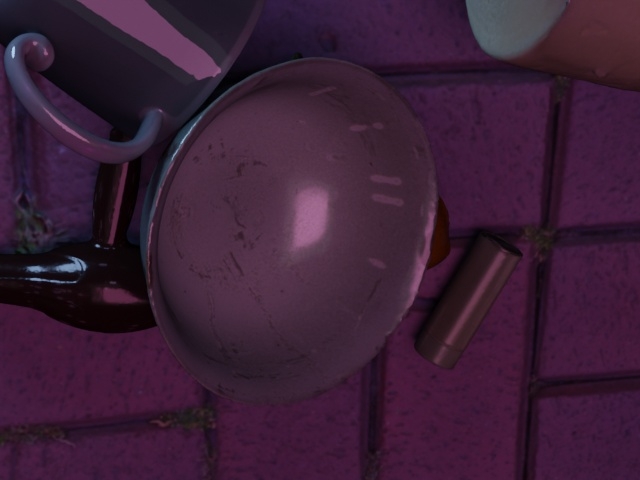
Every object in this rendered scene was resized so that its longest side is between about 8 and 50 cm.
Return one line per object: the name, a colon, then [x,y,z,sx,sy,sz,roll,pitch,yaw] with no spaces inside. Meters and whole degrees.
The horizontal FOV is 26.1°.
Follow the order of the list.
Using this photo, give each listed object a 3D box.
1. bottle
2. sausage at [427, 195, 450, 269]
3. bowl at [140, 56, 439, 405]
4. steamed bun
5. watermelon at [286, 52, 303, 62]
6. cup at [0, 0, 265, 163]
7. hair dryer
bottle: [0.215,0.087,2.015,0.072,0.072,0.201,24,105,-22]
sausage: [0.001,0.003,1.907,0.353,0.116,0.134,-9,122,-6]
bowl: [-0.075,-0.027,1.720,0.434,0.196,0.435,-13,112,-35]
steamed bun: [0.375,-0.426,1.715,0.371,0.290,0.456,4,110,-32]
watermelon: [-0.092,-0.142,1.855,0.245,0.063,0.119,-40,98,10]
cup: [-0.259,-0.253,1.609,0.274,0.357,0.259,35,136,-21]
hair dryer: [-0.320,-0.052,1.826,0.312,0.123,0.341,10,99,-6]
